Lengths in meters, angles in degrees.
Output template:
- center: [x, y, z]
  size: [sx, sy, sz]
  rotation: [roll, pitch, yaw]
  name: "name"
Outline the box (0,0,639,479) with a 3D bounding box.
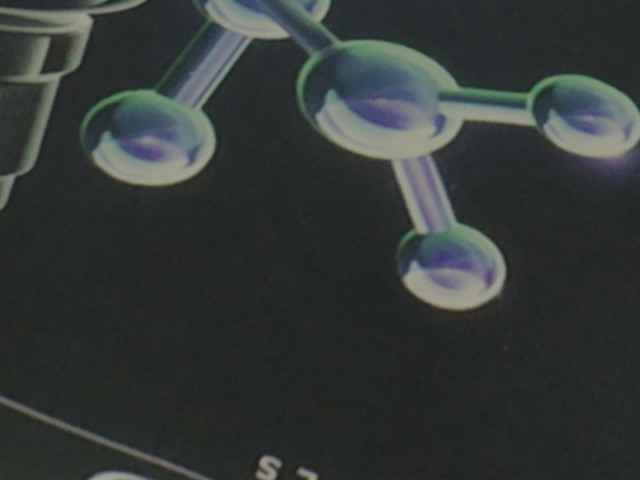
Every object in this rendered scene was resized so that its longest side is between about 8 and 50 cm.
- center: [0.000, 0.000, 0.515]
  size: [0.293, 0.212, 0.395]
  rotation: [20, 49, 7]
  name: "box"
